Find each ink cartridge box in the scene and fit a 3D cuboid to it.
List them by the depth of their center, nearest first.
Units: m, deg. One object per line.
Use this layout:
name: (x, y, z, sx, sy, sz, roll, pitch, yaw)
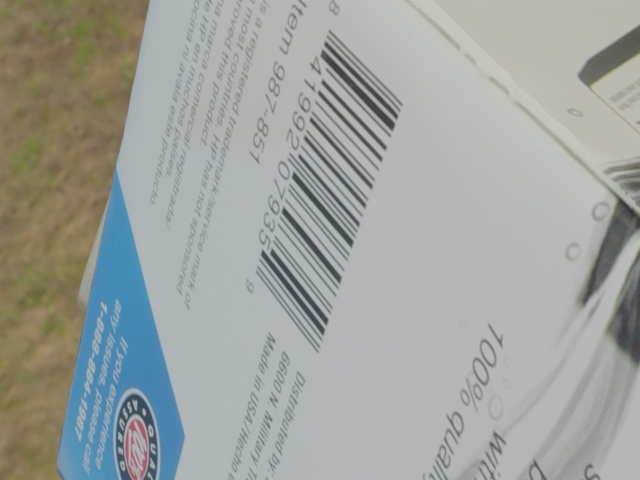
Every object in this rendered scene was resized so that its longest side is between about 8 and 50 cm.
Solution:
ink cartridge box: (0.067, 0.063, 0.413, 0.307, 0.129, 0.223, 50, 135, 42)

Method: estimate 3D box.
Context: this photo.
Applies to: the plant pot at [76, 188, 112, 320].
plant pot: (0.000, 0.000, 0.799, 0.284, 0.191, 0.284, -160, 90, -84)
